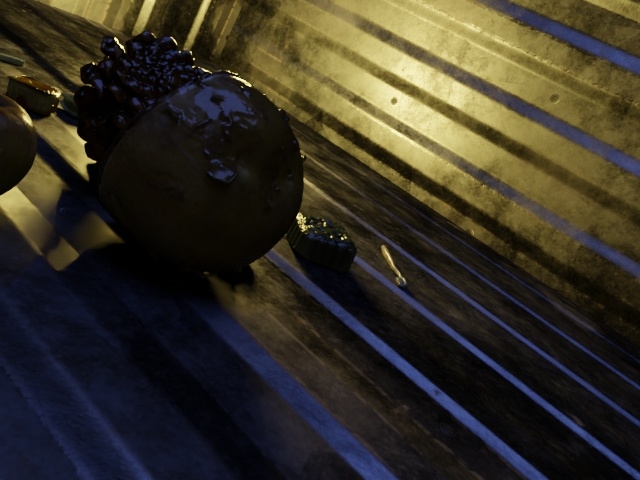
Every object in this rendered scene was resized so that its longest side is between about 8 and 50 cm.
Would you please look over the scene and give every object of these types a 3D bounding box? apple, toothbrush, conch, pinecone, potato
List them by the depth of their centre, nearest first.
[{"bbox_3d":[-0.652,-0.181,1.097,0.261,0.193,0.261,24,16,-7],"label":"apple"},{"bbox_3d":[-0.197,-0.115,1.290,0.319,0.385,0.442,44,48,6],"label":"potato"},{"bbox_3d":[-0.454,-0.300,1.523,0.385,0.384,0.384,26,17,-9],"label":"pinecone"},{"bbox_3d":[-0.717,-0.395,1.848,0.180,0.088,0.065,24,-27,5],"label":"conch"},{"bbox_3d":[0.235,0.081,2.020,0.030,0.025,0.307,16,20,-14],"label":"toothbrush"}]

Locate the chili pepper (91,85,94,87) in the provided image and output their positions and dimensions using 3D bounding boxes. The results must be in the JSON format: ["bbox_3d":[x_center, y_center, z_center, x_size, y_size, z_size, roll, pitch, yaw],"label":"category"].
[{"bbox_3d":[-0.732,-0.553,2.265,0.227,0.088,0.059,27,18,-35],"label":"chili pepper"}]

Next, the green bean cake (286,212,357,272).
[{"bbox_3d":[0.000,0.000,1.786,0.185,0.094,0.183,17,21,-21],"label":"green bean cake"}]

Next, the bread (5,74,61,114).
[{"bbox_3d":[-0.807,-0.412,1.722,0.140,0.069,0.128,23,17,-6],"label":"bread"}]

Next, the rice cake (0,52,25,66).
[{"bbox_3d":[-1.020,-0.591,1.978,0.121,0.022,0.021,5,37,-51],"label":"rice cake"}]
